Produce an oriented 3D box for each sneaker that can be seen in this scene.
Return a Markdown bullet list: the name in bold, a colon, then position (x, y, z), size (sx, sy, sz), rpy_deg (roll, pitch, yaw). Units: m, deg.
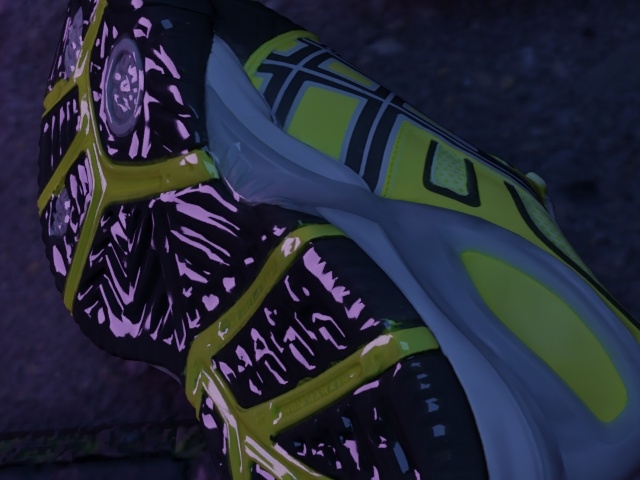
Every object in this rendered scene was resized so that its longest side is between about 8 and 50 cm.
- **sneaker**: position (0.000, 0.000, 0.748), size (0.147, 0.145, 0.384), rpy_deg (0, 35, -31)
